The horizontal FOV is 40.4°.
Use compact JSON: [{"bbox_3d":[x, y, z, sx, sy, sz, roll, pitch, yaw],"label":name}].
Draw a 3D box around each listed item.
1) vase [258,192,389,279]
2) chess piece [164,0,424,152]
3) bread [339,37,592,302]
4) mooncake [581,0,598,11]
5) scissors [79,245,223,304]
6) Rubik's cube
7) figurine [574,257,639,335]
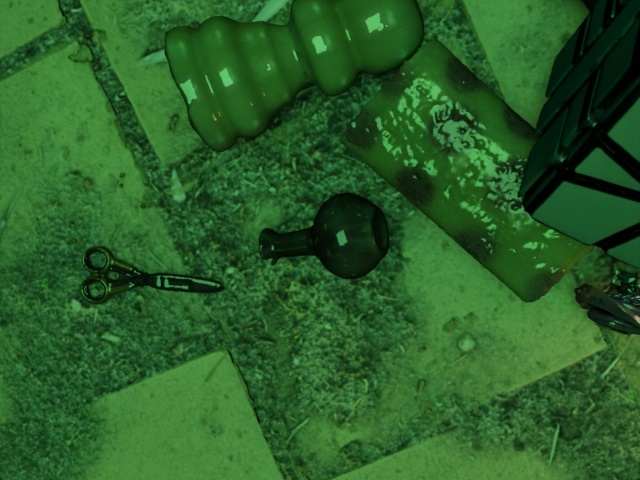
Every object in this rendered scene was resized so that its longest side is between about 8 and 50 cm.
[{"bbox_3d":[0.000,0.000,1.211,0.182,0.120,0.120,-9,94,23],"label":"vase"},{"bbox_3d":[-0.024,-0.253,1.160,0.330,0.182,0.183,-20,93,5],"label":"chess piece"},{"bbox_3d":[0.207,-0.091,1.143,0.338,0.155,0.187,42,104,2],"label":"bread"},{"bbox_3d":[0.356,-0.346,1.092,0.175,0.168,0.104,38,101,19],"label":"mooncake"},{"bbox_3d":[-0.252,0.060,1.297,0.220,0.017,0.088,5,93,8],"label":"scissors"},{"bbox_3d":[0.425,-0.143,0.975,0.293,0.288,0.284,23,57,-3],"label":"Rubik's cube"},{"bbox_3d":[0.413,0.057,1.162,0.114,0.126,0.157,51,60,-31],"label":"figurine"}]
